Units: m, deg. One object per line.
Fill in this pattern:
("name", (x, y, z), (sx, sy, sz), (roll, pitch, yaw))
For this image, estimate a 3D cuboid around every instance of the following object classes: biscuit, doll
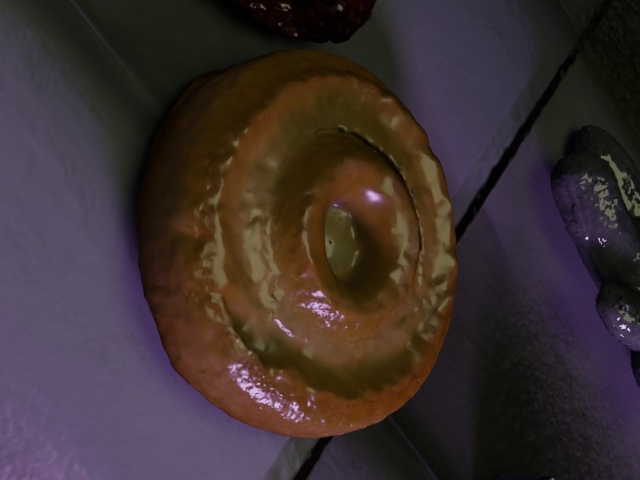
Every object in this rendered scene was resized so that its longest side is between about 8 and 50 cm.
("biscuit", (0.000, 0.000, 0.780), (0.296, 0.102, 0.296), (10, 76, -42))
("doll", (0.359, 0.037, 1.055), (0.246, 0.158, 0.340), (-36, 105, -52))

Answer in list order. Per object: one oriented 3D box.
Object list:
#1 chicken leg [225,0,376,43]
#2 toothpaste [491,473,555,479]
("chicken leg", (-0.094, -0.301, 0.742), (0.407, 0.096, 0.158), (50, 51, -22))
("toothpaste", (0.209, 0.346, 0.938), (0.053, 0.066, 0.272), (-23, 99, -42))
